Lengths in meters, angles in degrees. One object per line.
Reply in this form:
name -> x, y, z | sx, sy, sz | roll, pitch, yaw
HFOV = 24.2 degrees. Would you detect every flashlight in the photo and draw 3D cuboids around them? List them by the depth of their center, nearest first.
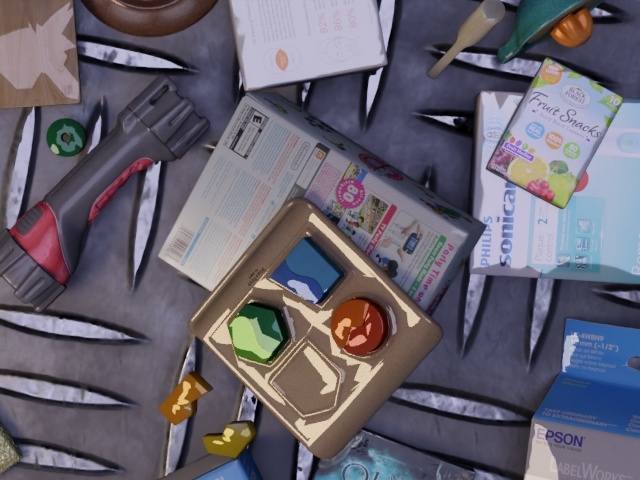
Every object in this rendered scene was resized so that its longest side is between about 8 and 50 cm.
flashlight -> -0.258, -0.053, 1.766 | 0.304, 0.103, 0.103 | -44, 89, -4

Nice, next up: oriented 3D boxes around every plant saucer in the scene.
plant saucer -> -0.205, -0.342, 1.776 | 0.199, 0.036, 0.198 | 0, 92, -2

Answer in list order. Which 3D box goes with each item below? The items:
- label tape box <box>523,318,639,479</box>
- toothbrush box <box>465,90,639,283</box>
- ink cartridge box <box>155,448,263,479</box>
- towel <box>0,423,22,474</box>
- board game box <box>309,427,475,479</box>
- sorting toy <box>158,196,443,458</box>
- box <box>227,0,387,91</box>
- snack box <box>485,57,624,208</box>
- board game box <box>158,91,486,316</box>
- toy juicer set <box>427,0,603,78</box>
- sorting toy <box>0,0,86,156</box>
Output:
label tape box -> 0.369, 0.282, 1.749 | 0.249, 0.115, 0.347 | 8, 95, 25
toothbrush box -> 0.323, -0.062, 1.759 | 0.296, 0.126, 0.216 | 5, 93, 4
ink cartridge box -> -0.125, 0.429, 1.777 | 0.223, 0.129, 0.307 | -27, 94, -1
towel -> -0.441, 0.235, 1.806 | 0.110, 0.027, 0.148 | -38, 93, -1
board game box -> 0.081, 0.306, 1.830 | 0.186, 0.026, 0.126 | 21, 93, -3
sorting toy -> -0.041, 0.134, 1.675 | 0.229, 0.041, 0.307 | 43, 107, 9
box -> -0.018, -0.252, 1.760 | 0.171, 0.091, 0.130 | -10, 94, -2
snack box -> 0.262, -0.119, 1.677 | 0.100, 0.037, 0.141 | 29, 93, 1
board game box -> 0.000, 0.000, 1.717 | 0.303, 0.097, 0.224 | 34, 105, 13
toy juicer set -> 0.282, -0.270, 1.713 | 0.329, 0.209, 0.089 | -31, 85, -1
sorting toy -> -0.353, -0.233, 1.771 | 0.132, 0.046, 0.274 | -4, 94, -2
